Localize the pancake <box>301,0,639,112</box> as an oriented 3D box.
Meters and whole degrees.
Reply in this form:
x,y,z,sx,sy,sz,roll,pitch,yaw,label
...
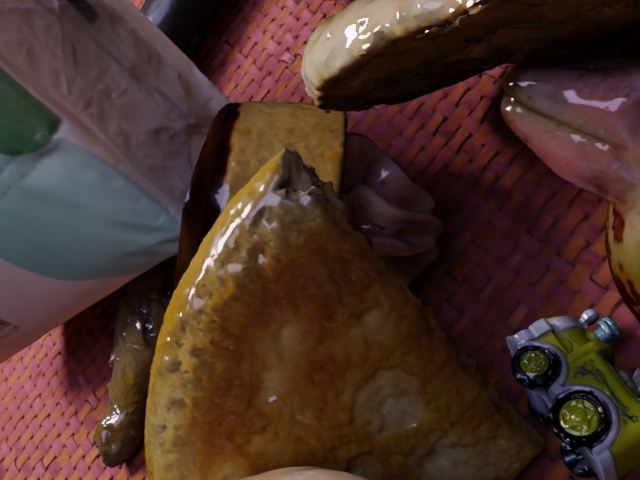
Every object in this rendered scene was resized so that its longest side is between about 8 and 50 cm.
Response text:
x,y,z,sx,sy,sz,roll,pitch,yaw,label
0.151,-0.148,0.486,0.356,0.356,0.065,-14,100,32,pancake

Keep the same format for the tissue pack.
x,y,z,sx,sy,sz,roll,pitch,yaw,label
-0.276,-0.062,0.732,0.356,0.266,0.194,-29,28,36,tissue pack

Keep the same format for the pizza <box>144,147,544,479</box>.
x,y,z,sx,sy,sz,roll,pitch,yaw,label
-0.032,0.114,0.521,0.257,0.268,0.087,-38,23,6,pizza

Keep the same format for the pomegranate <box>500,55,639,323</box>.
x,y,z,sx,sy,sz,roll,pitch,yaw,label
0.209,-0.037,0.419,0.247,0.214,0.214,16,79,2,pomegranate

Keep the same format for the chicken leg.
x,y,z,sx,sy,sz,roll,pitch,yaw,label
-0.170,0.114,0.759,0.085,0.069,0.198,16,88,42,chicken leg

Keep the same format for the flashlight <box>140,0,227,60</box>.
x,y,z,sx,sy,sz,roll,pitch,yaw,label
-0.150,-0.250,0.879,0.103,0.103,0.424,27,89,41,flashlight

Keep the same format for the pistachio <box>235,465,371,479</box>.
x,y,z,sx,sy,sz,roll,pitch,yaw,label
0.017,0.255,0.410,0.309,0.230,0.230,44,100,14,pistachio

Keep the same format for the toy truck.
x,y,z,sx,sy,sz,roll,pitch,yaw,label
0.168,0.090,0.512,0.076,0.076,0.111,-31,51,2,toy truck

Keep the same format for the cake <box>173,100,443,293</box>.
x,y,z,sx,sy,sz,roll,pitch,yaw,label
0.000,0.000,0.617,0.178,0.185,0.208,14,52,5,cake
